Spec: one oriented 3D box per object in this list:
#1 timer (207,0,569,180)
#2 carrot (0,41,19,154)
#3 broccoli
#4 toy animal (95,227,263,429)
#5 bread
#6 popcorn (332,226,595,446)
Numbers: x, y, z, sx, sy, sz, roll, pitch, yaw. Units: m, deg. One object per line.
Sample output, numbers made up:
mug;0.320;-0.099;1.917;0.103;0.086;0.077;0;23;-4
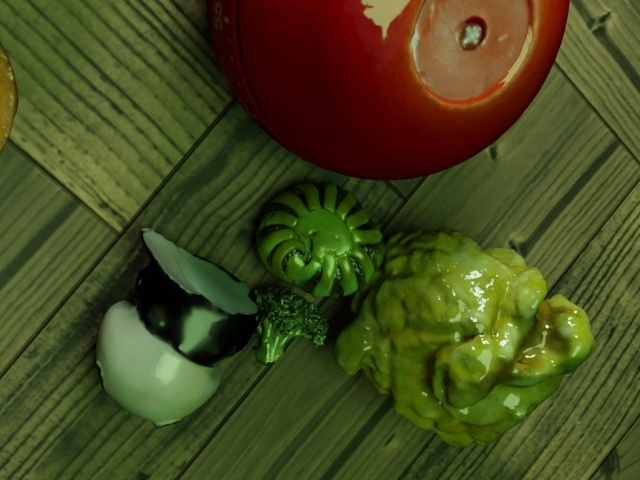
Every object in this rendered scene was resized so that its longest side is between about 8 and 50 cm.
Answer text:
timer;0.075;-0.246;1.479;0.378;0.279;0.378;-14;116;-30
carrot;-0.437;-0.130;1.370;0.307;0.100;0.258;-6;105;-34
broccoli;-0.048;0.096;1.626;0.097;0.095;0.092;12;85;-37
toy animal;-0.167;0.099;1.548;0.166;0.138;0.179;32;96;-10
bread;0.000;0.000;1.608;0.130;0.071;0.139;-43;85;-11
popcorn;0.157;0.104;1.659;0.250;0.235;0.241;30;107;-18
